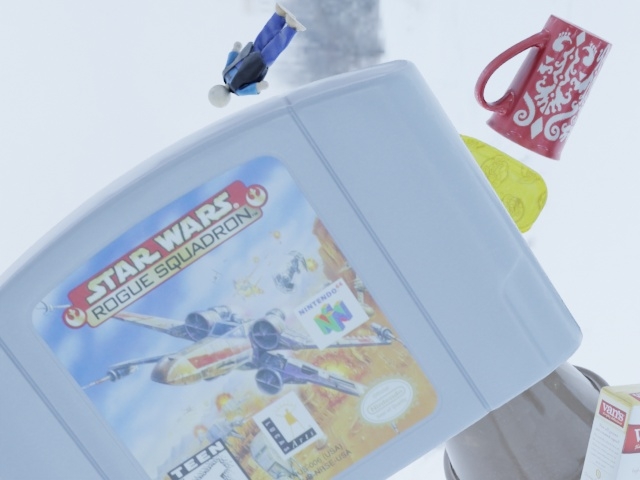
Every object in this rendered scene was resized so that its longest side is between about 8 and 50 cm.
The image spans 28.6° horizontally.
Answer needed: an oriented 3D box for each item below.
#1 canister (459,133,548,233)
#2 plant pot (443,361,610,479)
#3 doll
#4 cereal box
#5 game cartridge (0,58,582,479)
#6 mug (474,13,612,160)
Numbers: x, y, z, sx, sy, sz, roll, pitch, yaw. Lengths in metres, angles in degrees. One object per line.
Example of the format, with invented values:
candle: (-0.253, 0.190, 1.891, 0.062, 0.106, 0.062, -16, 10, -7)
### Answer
canister: (0.187, -0.063, 1.419, 0.073, 0.126, 0.170, -61, -3, 4)
plant pot: (0.250, 0.223, 1.658, 0.229, 0.263, 0.263, 54, -155, -32)
doll: (-0.108, -0.283, 1.969, 0.046, 0.189, 0.129, 31, -165, -45)
cereal box: (0.299, 0.239, 1.106, 0.047, 0.173, 0.240, 34, 120, 55)
game cartridge: (-0.042, 0.051, 0.624, 0.198, 0.297, 0.062, 55, -177, -18)
mug: (0.297, -0.207, 1.657, 0.150, 0.113, 0.169, 8, -66, -51)
